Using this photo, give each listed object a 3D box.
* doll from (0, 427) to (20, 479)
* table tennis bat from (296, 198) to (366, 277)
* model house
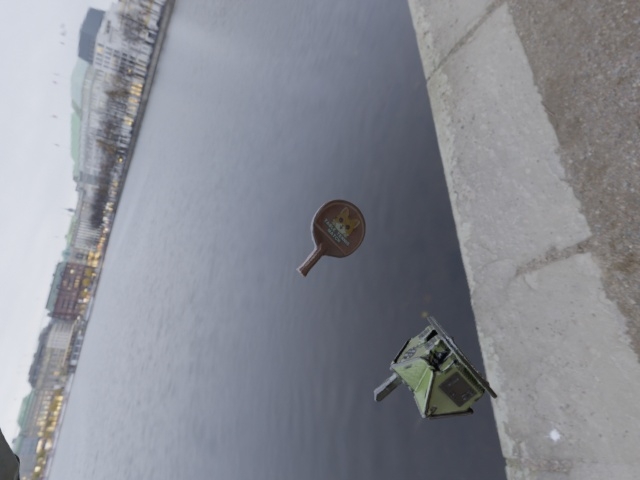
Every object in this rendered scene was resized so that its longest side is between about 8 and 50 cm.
[{"bbox_3d":[-0.441,0.350,0.532,0.316,0.103,0.145,53,135,3],"label":"doll"},{"bbox_3d":[0.000,0.000,0.795,0.170,0.107,0.119,-49,13,-15],"label":"table tennis bat"},{"bbox_3d":[0.266,0.374,1.039,0.279,0.205,0.218,-41,4,4],"label":"model house"}]
